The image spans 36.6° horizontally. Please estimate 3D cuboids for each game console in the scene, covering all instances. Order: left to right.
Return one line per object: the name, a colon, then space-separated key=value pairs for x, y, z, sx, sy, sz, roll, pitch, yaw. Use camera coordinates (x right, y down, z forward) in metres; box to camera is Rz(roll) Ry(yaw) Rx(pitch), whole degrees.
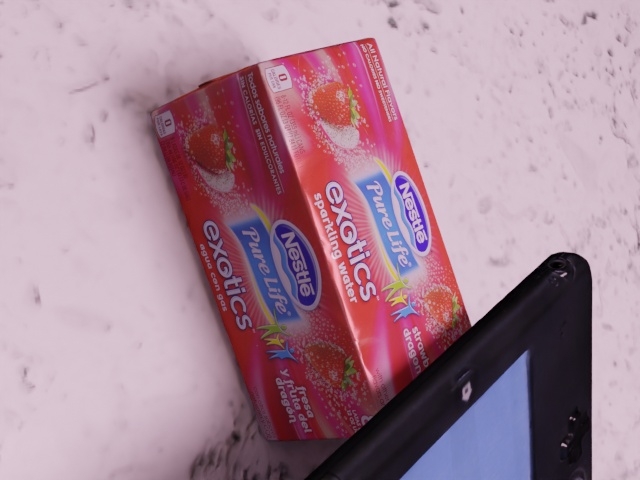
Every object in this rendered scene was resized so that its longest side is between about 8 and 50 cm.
game console: x=0.099 y=0.230 z=0.686 sx=0.386 sy=0.060 sz=0.342 roll=-34 pitch=130 yaw=-43

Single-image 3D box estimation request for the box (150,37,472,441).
box: x=0.000 y=0.000 z=0.688 sx=0.128 sy=0.123 sz=0.256 roll=-24 pitch=98 yaw=-46
